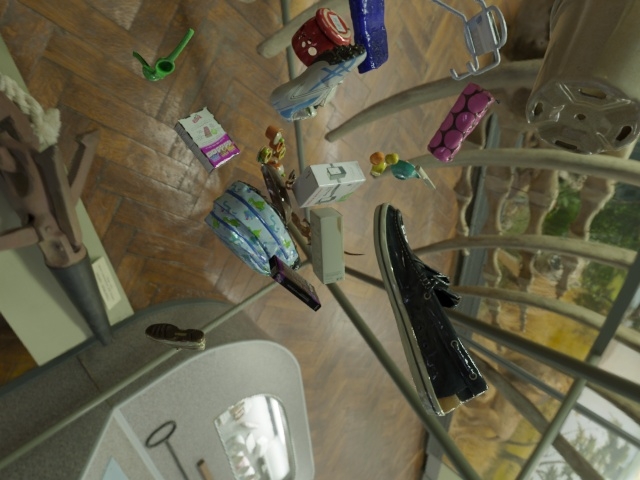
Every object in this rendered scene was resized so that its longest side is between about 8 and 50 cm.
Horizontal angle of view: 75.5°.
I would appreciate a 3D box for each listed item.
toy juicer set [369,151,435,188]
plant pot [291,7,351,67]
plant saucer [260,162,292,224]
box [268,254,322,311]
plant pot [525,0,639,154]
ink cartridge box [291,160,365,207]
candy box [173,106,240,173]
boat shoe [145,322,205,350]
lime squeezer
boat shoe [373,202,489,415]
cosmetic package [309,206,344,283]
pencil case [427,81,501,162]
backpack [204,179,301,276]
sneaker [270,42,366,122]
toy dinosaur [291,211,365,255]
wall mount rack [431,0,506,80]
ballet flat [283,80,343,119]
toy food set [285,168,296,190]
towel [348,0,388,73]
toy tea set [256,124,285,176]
[{"bbox_3d":[0.382,-0.350,1.926,0.090,0.328,0.209,-66,157,-11],"label":"toy juicer set"},{"bbox_3d":[0.008,-0.775,1.593,0.191,0.191,0.174,-13,165,-44],"label":"plant pot"},{"bbox_3d":[-0.200,-0.223,1.936,0.050,0.311,0.311,-21,133,-12],"label":"plant saucer"},{"bbox_3d":[-0.070,0.115,1.121,0.162,0.116,0.029,40,98,-21],"label":"box"},{"bbox_3d":[0.615,-0.371,0.894,0.306,0.333,0.334,-57,143,-13],"label":"plant pot"},{"bbox_3d":[0.034,-0.256,1.878,0.272,0.115,0.198,-13,163,-34],"label":"ink cartridge box"},{"bbox_3d":[-0.472,-0.419,1.728,0.233,0.071,0.159,54,52,-10],"label":"candy box"},{"bbox_3d":[-0.447,0.308,1.273,0.068,0.189,0.072,-66,162,-54],"label":"boat shoe"},{"bbox_3d":[-0.471,-0.532,1.225,0.059,0.310,0.110,30,71,-49],"label":"lime squeezer"},{"bbox_3d":[0.241,0.131,0.956,0.155,0.500,0.187,-21,156,14],"label":"boat shoe"},{"bbox_3d":[0.011,0.007,0.689,0.041,0.060,0.115,-9,113,-17],"label":"cosmetic package"},{"bbox_3d":[0.384,-0.317,1.131,0.098,0.095,0.209,-22,151,-56],"label":"pencil case"},{"bbox_3d":[-0.235,-0.039,1.428,0.273,0.290,0.356,-34,149,-25],"label":"backpack"},{"bbox_3d":[0.000,-0.355,0.927,0.237,0.085,0.086,-30,134,12],"label":"sneaker"},{"bbox_3d":[0.000,0.000,1.085,0.211,0.112,0.064,30,93,-16],"label":"toy dinosaur"},{"bbox_3d":[0.426,-0.654,1.254,0.130,0.350,0.304,-22,105,9],"label":"wall mount rack"},{"bbox_3d":[-0.042,-0.656,1.934,0.139,0.139,0.400,-10,161,-45],"label":"ballet flat"},{"bbox_3d":[-0.149,-0.290,2.068,0.019,0.078,0.122,15,127,-34],"label":"toy food set"},{"bbox_3d":[0.150,-0.684,1.244,0.228,0.076,0.308,-62,146,-51],"label":"towel"},{"bbox_3d":[-0.210,-0.417,2.015,0.200,0.124,0.336,-60,174,-9],"label":"toy tea set"}]
